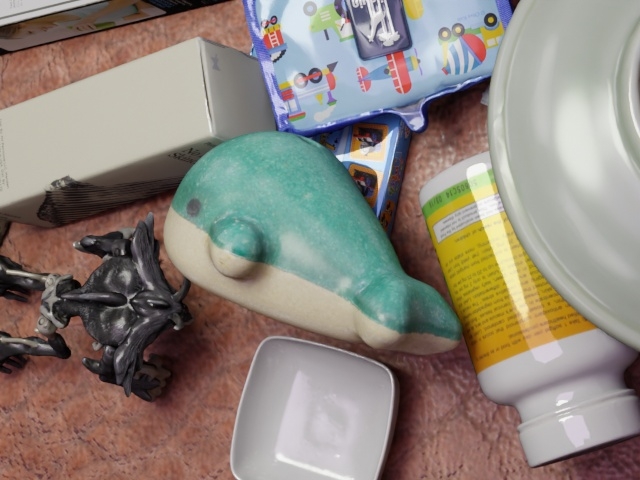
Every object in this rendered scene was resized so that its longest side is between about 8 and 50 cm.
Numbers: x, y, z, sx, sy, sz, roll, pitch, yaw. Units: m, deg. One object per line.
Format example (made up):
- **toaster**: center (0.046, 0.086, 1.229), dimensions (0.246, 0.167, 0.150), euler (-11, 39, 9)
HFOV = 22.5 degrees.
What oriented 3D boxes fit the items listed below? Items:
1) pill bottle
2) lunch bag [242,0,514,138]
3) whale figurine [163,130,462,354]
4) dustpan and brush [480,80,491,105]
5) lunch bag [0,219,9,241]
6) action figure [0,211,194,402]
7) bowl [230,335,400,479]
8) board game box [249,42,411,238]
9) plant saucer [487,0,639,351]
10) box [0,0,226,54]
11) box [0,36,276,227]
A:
- **pill bottle**: center (0.179, 0.053, 1.309), dimensions (0.136, 0.136, 0.246), euler (-22, 77, 19)
- **lunch bag**: center (0.043, -0.229, 1.388), dimensions (0.220, 0.138, 0.293), euler (-17, 81, 11)
- **whale figurine**: center (0.000, 0.000, 1.305), dimensions (0.272, 0.216, 0.141), euler (27, 100, 41)
- **dustpan and brush**: center (0.242, -0.178, 1.343), dimensions (0.147, 0.060, 0.211), euler (32, 92, 52)
- **lunch bag**: center (-0.479, -0.042, 1.519), dimensions (0.305, 0.256, 0.213), euler (31, 96, 21)
- **action figure**: center (-0.195, 0.061, 1.461), dimensions (0.275, 0.141, 0.164), euler (-1, 82, 38)
- **bowl**: center (0.001, 0.162, 1.415), dimensions (0.142, 0.053, 0.142), euler (14, 89, 23)
- **board game box**: center (-0.003, -0.080, 1.448), dimensions (0.160, 0.039, 0.212), euler (12, 88, 22)
- **plant saucer**: center (0.328, -0.100, 1.216), dimensions (0.400, 0.100, 0.401), euler (-1, 78, 3)
- **box**: center (-0.235, -0.288, 1.537), dimensions (0.289, 0.087, 0.169), euler (-11, 81, 20)
- **box**: center (-0.181, -0.092, 1.460), dimensions (0.275, 0.113, 0.094), euler (-16, 75, 31)
